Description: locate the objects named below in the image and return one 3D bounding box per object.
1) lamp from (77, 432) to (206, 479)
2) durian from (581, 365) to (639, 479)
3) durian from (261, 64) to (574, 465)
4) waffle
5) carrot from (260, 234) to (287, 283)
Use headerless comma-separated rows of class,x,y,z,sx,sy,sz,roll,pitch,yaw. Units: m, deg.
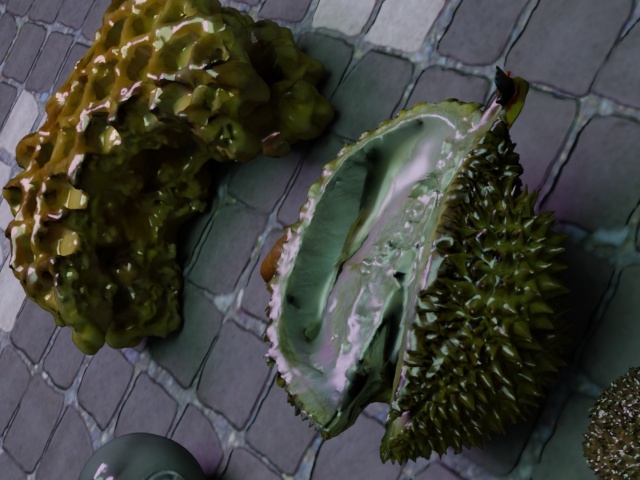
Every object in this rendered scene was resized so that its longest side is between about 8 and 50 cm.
lamp,-0.136,0.200,0.831,0.105,0.105,0.105,-23,56,38
durian,0.175,0.105,0.575,0.091,0.080,0.080,-29,50,56
durian,0.081,0.018,0.663,0.237,0.138,0.193,-58,38,13
waffle,-0.151,-0.073,0.954,0.324,0.151,0.261,-49,46,16
carrot,0.000,0.000,0.828,0.139,0.048,0.048,-28,53,37
